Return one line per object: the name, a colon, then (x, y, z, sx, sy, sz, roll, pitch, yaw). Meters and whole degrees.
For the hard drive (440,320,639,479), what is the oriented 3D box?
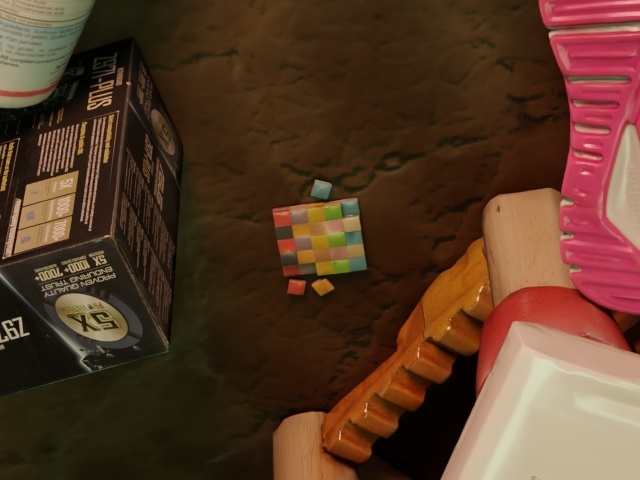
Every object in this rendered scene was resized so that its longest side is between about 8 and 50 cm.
hard drive: (0.136, 0.205, 0.947, 0.203, 0.040, 0.308, 17, 113, -12)

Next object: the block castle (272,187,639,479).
block castle: (0.203, 0.205, 1.084, 0.453, 0.213, 0.303, 29, 122, -23)

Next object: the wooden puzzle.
wooden puzzle: (0.000, 0.000, 1.045, 0.049, 0.006, 0.083, -7, 128, 3)

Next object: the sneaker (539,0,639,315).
sneaker: (0.171, -0.096, 0.925, 0.103, 0.111, 0.252, 8, 109, 20)

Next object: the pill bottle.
pill bottle: (-0.141, -0.149, 0.873, 0.087, 0.087, 0.160, 19, 124, -16)

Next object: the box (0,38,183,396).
box: (-0.153, -0.008, 0.923, 0.147, 0.180, 0.077, -16, 125, 9)
